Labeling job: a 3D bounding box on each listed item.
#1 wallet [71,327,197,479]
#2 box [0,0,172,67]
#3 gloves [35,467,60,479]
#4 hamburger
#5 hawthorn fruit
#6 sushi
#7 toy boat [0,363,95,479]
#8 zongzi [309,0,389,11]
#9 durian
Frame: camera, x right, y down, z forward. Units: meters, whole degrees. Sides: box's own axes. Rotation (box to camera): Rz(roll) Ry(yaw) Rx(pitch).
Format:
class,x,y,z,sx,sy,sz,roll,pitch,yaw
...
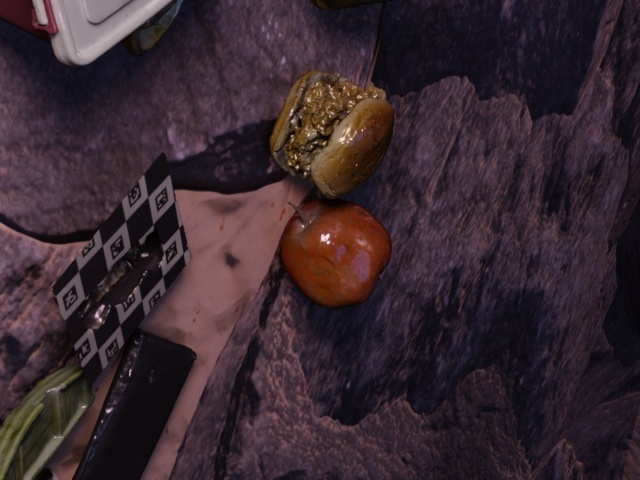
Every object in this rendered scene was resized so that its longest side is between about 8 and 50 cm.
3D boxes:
class,x,y,z,sx,sy,sz,roll,pitch,yaw
wallet,-0.246,0.253,1.956,0.285,0.030,0.146,-66,155,-3
box,-0.211,-0.316,1.457,0.294,0.167,0.193,-45,143,-33
gloves,-0.322,0.283,1.841,0.044,0.037,0.081,-8,143,-17
hamburger,0.027,-0.131,2.028,0.185,0.131,0.159,6,109,-64
hawthorn fruit,0.011,-0.001,2.117,0.149,0.149,0.189,-44,109,-35
sushi,-0.239,0.026,1.780,0.215,0.050,0.192,-54,153,-31
toy boat,-0.325,0.234,1.715,0.293,0.055,0.093,-62,162,-53
zongzi,0.022,-0.461,1.805,0.289,0.154,0.317,44,53,-56
durian,-0.185,-0.266,1.607,0.148,0.091,0.188,-56,-175,43
